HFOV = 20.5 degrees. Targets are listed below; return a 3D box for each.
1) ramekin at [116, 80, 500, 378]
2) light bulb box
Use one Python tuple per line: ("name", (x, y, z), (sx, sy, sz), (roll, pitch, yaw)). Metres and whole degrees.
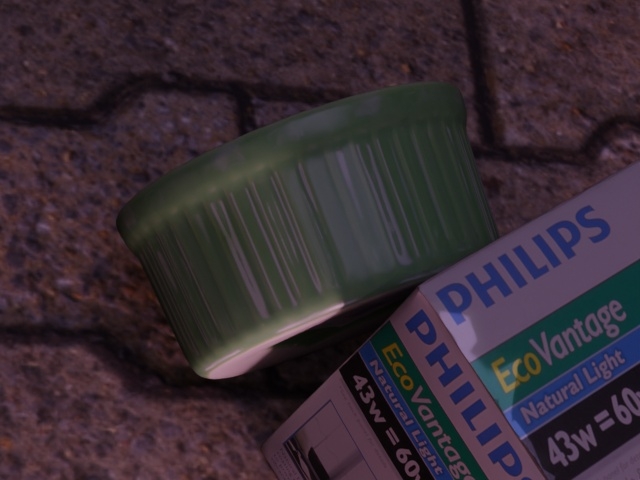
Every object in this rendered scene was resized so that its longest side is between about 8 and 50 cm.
("ramekin", (0.000, 0.000, 1.444), (0.303, 0.303, 0.148), (-17, 80, -27))
("light bulb box", (0.196, 0.122, 1.421), (0.358, 0.361, 0.225), (-28, 79, -29))
